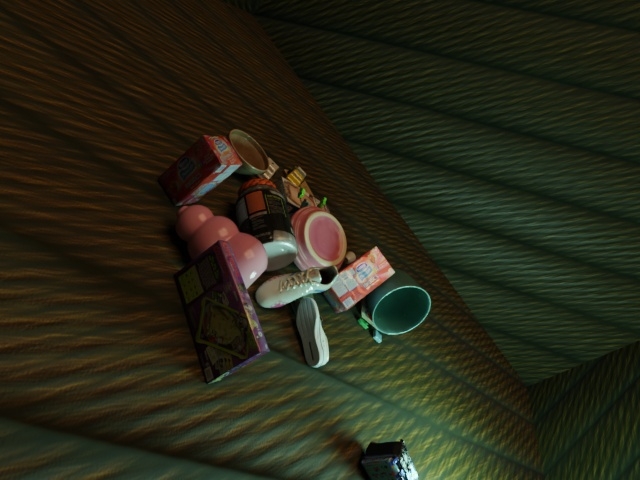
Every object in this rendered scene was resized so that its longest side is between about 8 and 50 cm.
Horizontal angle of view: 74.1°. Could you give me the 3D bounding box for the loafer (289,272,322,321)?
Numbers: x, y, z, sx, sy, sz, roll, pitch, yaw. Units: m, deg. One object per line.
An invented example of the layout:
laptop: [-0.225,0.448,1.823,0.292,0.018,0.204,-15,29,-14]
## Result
loafer: [-0.068,0.235,1.671,0.251,0.087,0.094,54,25,2]

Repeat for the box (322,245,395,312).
box: [0.159,0.175,1.898,0.300,0.142,0.154,-35,88,-23]

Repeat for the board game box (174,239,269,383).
board game box: [-0.289,0.197,1.198,0.056,0.208,0.347,11,49,-55]

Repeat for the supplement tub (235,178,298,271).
supplement tub: [-0.219,-0.067,1.652,0.207,0.207,0.338,26,37,-45]

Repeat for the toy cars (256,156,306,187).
toy cars: [-0.189,-0.356,2.182,0.394,0.087,0.176,8,50,-52]

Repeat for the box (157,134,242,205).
box: [-0.417,-0.240,1.467,0.122,0.257,0.128,58,25,4]

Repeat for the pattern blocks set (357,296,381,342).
pattern blocks set: [0.249,0.353,2.144,0.285,0.026,0.325,49,25,-10]

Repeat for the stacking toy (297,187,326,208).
stacking toy: [-0.089,-0.133,1.960,0.167,0.221,0.052,19,20,-48]

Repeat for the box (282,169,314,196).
box: [-0.115,-0.301,2.347,0.164,0.021,0.201,-4,62,-61]

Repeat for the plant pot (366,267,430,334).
plant pot: [0.356,0.272,2.085,0.293,0.293,0.235,37,16,-31]

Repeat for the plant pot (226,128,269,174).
plant pot: [-0.353,-0.379,1.929,0.237,0.110,0.237,39,29,-27]

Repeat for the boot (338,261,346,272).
boot: [0.037,0.070,2.058,0.305,0.112,0.115,60,1,-2]

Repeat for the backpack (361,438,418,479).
backpack: [0.241,0.787,1.447,0.117,0.158,0.173,-33,99,-57]

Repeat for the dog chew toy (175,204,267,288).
dog chew toy: [-0.332,0.015,1.377,0.332,0.206,0.206,44,26,-3]

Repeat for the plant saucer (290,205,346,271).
plant saucer: [0.000,0.000,1.881,0.332,0.084,0.332,17,64,-38]

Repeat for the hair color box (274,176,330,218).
hair color box: [-0.090,-0.157,2.110,0.347,0.105,0.174,27,36,-43]

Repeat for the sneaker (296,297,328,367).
sneaker: [-0.028,0.346,1.596,0.091,0.094,0.258,28,51,-59]

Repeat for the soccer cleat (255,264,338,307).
soccer cleat: [-0.081,0.154,1.569,0.331,0.143,0.116,-14,71,-33]

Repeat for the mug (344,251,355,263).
mug: [0.140,0.097,2.261,0.064,0.078,0.062,-28,115,-56]
